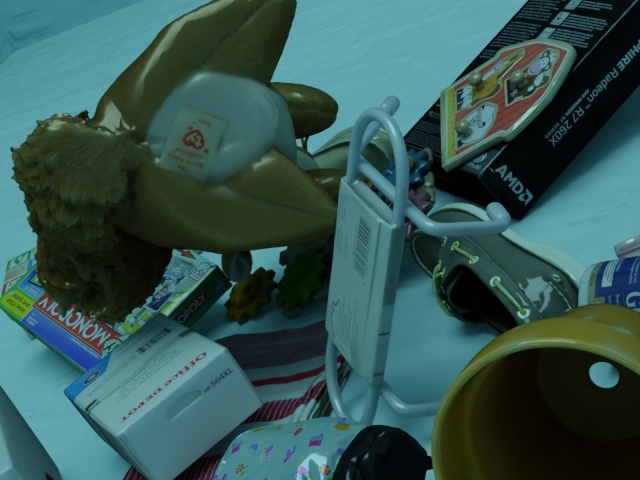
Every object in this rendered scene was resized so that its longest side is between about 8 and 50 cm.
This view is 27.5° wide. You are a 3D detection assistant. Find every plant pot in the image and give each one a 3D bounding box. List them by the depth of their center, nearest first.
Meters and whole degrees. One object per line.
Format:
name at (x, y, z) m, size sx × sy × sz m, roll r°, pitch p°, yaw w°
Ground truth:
plant pot at (0.212, 0.141, 1.042) m, size 0.205 × 0.205 × 0.188 m, roll -17°, pitch 10°, yaw 26°

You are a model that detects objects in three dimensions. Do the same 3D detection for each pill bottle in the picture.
pill bottle at (0.329, 0.055, 1.184) m, size 0.169 × 0.094 × 0.094 m, roll -11°, pitch 29°, yaw 35°

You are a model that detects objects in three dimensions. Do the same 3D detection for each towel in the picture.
towel at (-0.098, 0.202, 1.436) m, size 0.237 × 0.037 × 0.329 m, roll -15°, pitch 27°, yaw 32°

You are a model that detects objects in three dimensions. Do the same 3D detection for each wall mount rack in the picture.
wall mount rack at (0.071, 0.010, 1.336) m, size 0.130 × 0.350 × 0.304 m, roll -5°, pitch 30°, yaw -22°

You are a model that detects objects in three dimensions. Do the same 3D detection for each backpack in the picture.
backpack at (-0.008, 0.229, 1.183) m, size 0.182 × 0.115 × 0.152 m, roll -12°, pitch 31°, yaw 39°

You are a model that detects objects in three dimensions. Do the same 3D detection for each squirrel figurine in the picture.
squirrel figurine at (-0.158, -0.067, 1.530) m, size 0.397 × 0.281 × 0.370 m, roll -19°, pitch -9°, yaw -2°

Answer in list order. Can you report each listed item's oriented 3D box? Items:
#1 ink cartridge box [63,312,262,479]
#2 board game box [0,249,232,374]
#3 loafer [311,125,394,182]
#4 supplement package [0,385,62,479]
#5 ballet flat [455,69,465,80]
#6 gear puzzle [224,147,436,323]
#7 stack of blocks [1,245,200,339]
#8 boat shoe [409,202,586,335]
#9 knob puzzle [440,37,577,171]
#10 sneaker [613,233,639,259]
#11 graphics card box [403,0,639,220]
ink cartridge box at (-0.177, 0.172, 1.442) m, size 0.148 × 0.086 × 0.203 m, roll -39°, pitch 24°, yaw -16°
board game box at (-0.287, 0.073, 1.778) m, size 0.213 × 0.046 × 0.317 m, roll -46°, pitch 40°, yaw -16°
loafer at (0.005, -0.077, 1.822) m, size 0.268 × 0.102 × 0.092 m, roll -23°, pitch 24°, yaw 37°
supplement package at (-0.371, 0.288, 1.385) m, size 0.175 × 0.177 × 0.293 m, roll -32°, pitch 24°, yaw -9°
ballet flat at (0.307, -0.233, 1.839) m, size 0.241 × 0.091 × 0.077 m, roll -16°, pitch -4°, yaw 19°
gear puzzle at (0.000, 0.000, 1.644) m, size 0.339 × 0.044 × 0.175 m, roll -32°, pitch 34°, yaw 27°
stack of blocks at (-0.334, 0.017, 2.010) m, size 0.297 × 0.087 × 0.171 m, roll -27°, pitch 23°, yaw 4°
boat shoe at (0.171, 0.040, 1.374) m, size 0.091 × 0.109 × 0.305 m, roll -31°, pitch 27°, yaw -17°
knob puzzle at (0.222, -0.187, 1.590) m, size 0.213 × 0.030 × 0.213 m, roll -34°, pitch 29°, yaw 22°
sneaker at (0.332, 0.027, 1.309) m, size 0.051 × 0.070 × 0.134 m, roll -28°, pitch -8°, yaw 23°
graphics card box at (0.288, -0.207, 1.661) m, size 0.371 × 0.094 × 0.233 m, roll -47°, pitch 27°, yaw -7°
